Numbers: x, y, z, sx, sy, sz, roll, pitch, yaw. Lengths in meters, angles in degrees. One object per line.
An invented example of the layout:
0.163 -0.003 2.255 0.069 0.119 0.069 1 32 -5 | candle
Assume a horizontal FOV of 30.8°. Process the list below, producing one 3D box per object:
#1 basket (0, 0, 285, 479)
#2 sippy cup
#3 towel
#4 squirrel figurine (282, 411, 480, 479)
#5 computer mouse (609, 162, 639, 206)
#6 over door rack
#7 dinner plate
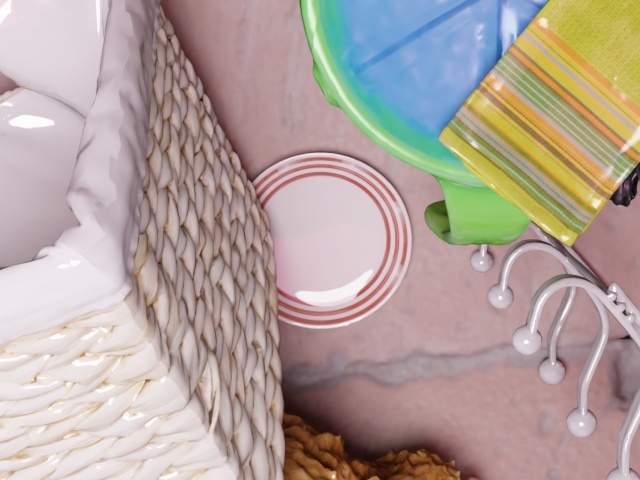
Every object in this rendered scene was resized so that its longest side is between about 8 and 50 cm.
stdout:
-0.212 0.037 0.722 0.328 0.331 0.266 -19 130 10 | basket
0.102 -0.170 0.749 0.240 0.224 0.305 34 102 -10 | sippy cup
0.176 -0.116 0.638 0.102 0.021 0.237 37 101 -11 | towel
-0.034 0.325 0.863 0.397 0.281 0.370 -42 107 13 | squirrel figurine
0.299 -0.059 0.831 0.272 0.072 0.188 32 79 -26 | computer mouse
0.245 0.120 0.815 0.324 0.239 0.108 36 100 -8 | over door rack
0.000 0.000 0.901 0.141 0.017 0.141 0 105 1 | dinner plate
